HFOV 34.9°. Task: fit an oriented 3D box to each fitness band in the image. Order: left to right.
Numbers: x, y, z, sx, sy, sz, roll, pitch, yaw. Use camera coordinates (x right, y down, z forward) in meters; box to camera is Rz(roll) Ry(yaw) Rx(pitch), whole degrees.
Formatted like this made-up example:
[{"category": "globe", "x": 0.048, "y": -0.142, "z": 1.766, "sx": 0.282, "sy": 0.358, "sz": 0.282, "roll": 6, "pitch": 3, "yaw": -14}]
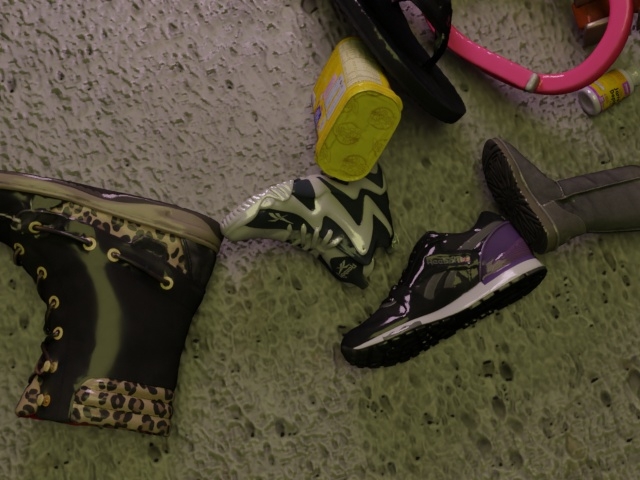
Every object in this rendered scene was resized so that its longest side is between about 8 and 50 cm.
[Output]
[{"category": "fitness band", "x": 0.267, "y": -0.317, "z": 1.345, "sx": 0.291, "sy": 0.054, "sz": 0.209, "roll": 33, "pitch": 100, "yaw": 20}]

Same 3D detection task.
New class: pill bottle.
[{"category": "pill bottle", "x": 0.397, "y": -0.208, "z": 1.390, "sx": 0.083, "sy": 0.043, "sz": 0.043, "roll": -30, "pitch": 82, "yaw": -9}]

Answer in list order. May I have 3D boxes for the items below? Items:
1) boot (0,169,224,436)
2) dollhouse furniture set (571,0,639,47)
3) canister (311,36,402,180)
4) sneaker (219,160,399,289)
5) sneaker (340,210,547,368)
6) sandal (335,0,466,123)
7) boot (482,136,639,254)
[{"category": "boot", "x": -0.324, "y": 0.077, "z": 1.244, "sx": 0.377, "sy": 0.138, "sz": 0.284, "roll": 11, "pitch": 78, "yaw": -9}, {"category": "dollhouse furniture set", "x": 0.432, "y": -0.424, "z": 1.406, "sx": 0.259, "sy": 0.135, "sz": 0.262, "roll": -18, "pitch": 79, "yaw": 10}, {"category": "canister", "x": 0.040, "y": -0.171, "z": 1.282, "sx": 0.073, "sy": 0.170, "sz": 0.126, "roll": 21, "pitch": 120, "yaw": -18}, {"category": "sneaker", "x": 0.000, "y": 0.000, "z": 1.282, "sx": 0.235, "sy": 0.094, "sz": 0.153, "roll": -17, "pitch": 80, "yaw": -34}, {"category": "sneaker", "x": 0.138, "y": 0.060, "z": 1.303, "sx": 0.283, "sy": 0.107, "sz": 0.124, "roll": -25, "pitch": 66, "yaw": -13}, {"category": "sandal", "x": 0.074, "y": -0.353, "z": 1.316, "sx": 0.107, "sy": 0.167, "sz": 0.446, "roll": -36, "pitch": 75, "yaw": 26}, {"category": "boot", "x": 0.336, "y": -0.074, "z": 1.329, "sx": 0.208, "sy": 0.076, "sz": 0.189, "roll": -18, "pitch": 68, "yaw": -20}]
